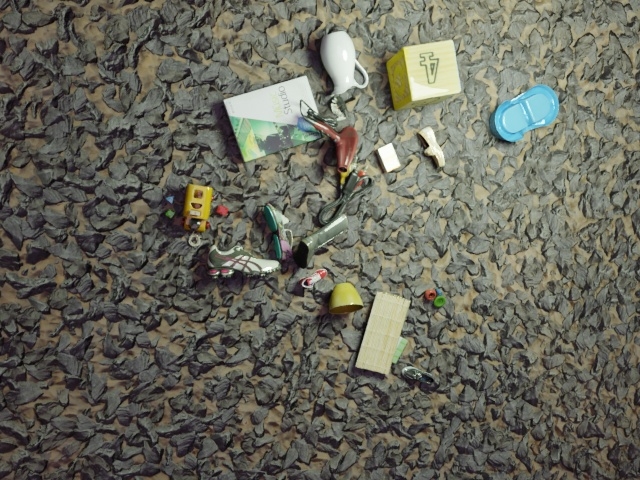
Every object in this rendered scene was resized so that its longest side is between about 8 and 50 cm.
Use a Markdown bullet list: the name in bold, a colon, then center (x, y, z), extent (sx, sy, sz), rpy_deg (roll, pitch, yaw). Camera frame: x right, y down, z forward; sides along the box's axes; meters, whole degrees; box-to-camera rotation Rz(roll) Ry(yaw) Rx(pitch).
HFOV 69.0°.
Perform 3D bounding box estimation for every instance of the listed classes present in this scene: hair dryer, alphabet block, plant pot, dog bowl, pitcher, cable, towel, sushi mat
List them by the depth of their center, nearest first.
- **hair dryer**: center (0.040, -0.381, 1.698), extent (0.223, 0.080, 0.294), rpy_deg (-21, 83, -34)
- **pitcher**: center (0.092, -0.656, 1.721), extent (0.177, 0.125, 0.207), rpy_deg (-24, 108, -32)
- **alphabet block**: center (0.380, -0.612, 1.737), extent (0.196, 0.192, 0.194), rpy_deg (-13, 95, -9)
- **plant pot**: center (0.092, 0.218, 1.779), extent (0.134, 0.134, 0.095), rpy_deg (-3, 66, -11)
- **cable**: center (0.096, -0.179, 1.792), extent (0.139, 0.072, 0.288), rpy_deg (25, 101, -24)
- **sushi mat**: center (0.248, 0.367, 1.843), extent (0.151, 0.019, 0.317), rpy_deg (15, 93, -13)
- **towel**: center (0.264, 0.418, 1.874), extent (0.151, 0.023, 0.113), rpy_deg (30, 90, -14)
- **dog bowl**: center (0.820, -0.511, 1.891), extent (0.297, 0.074, 0.166), rpy_deg (-28, 99, -8)

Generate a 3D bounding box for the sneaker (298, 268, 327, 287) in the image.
- **sneaker**: center (-0.024, 0.146, 1.770), extent (0.118, 0.067, 0.042), rpy_deg (-25, 99, -9)

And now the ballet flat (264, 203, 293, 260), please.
- **ballet flat**: center (-0.149, -0.037, 1.736), extent (0.079, 0.076, 0.222), rpy_deg (-21, 103, -28)

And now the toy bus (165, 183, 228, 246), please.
- **toy bus**: center (-0.440, -0.104, 1.650), extent (0.190, 0.104, 0.202), rpy_deg (-38, 100, -6)

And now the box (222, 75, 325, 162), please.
- **box**: center (-0.167, -0.443, 1.704), extent (0.321, 0.058, 0.233), rpy_deg (-20, 97, -9)

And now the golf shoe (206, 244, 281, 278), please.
- **golf shoe**: center (-0.276, 0.076, 1.699), extent (0.272, 0.105, 0.120), rpy_deg (0, 87, -12)

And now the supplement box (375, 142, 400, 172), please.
- **supplement box**: center (0.262, -0.321, 1.810), extent (0.062, 0.036, 0.099), rpy_deg (-24, 98, -9)

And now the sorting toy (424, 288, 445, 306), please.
- **sorting toy**: center (0.465, 0.224, 1.893), extent (0.101, 0.042, 0.061), rpy_deg (35, 102, -23)

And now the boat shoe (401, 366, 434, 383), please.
- **boat shoe**: center (0.400, 0.551, 1.898), extent (0.141, 0.040, 0.049), rpy_deg (17, 91, -12)

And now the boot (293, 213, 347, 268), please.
- **boot**: center (0.001, 0.002, 1.753), extent (0.076, 0.190, 0.208), rpy_deg (44, 56, 9)

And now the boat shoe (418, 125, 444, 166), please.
- **boat shoe**: center (0.433, -0.361, 1.833), extent (0.059, 0.063, 0.170), rpy_deg (-24, 89, -6)
